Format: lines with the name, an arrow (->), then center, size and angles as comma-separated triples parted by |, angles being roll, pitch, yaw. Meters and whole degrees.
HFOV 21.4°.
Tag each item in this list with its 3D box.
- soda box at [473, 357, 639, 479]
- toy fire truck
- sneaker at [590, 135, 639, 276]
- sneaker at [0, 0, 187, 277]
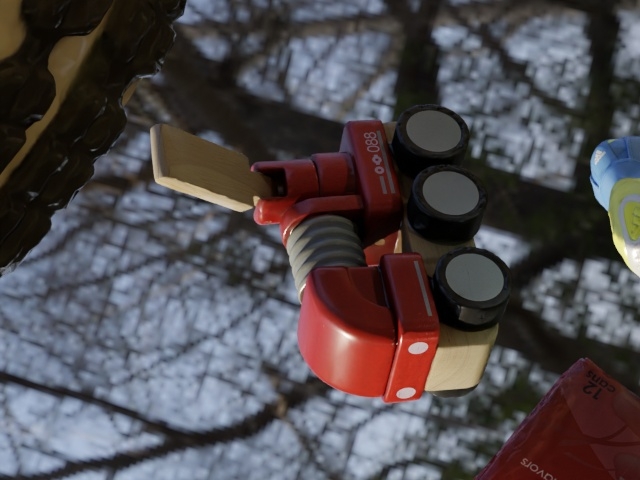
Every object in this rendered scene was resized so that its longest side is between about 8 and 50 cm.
soda box -> 0.173, 0.165, 0.642 | 0.083, 0.263, 0.092 | -44, -20, -34
toy fire truck -> 0.000, 0.000, 1.249 | 0.158, 0.246, 0.217 | 101, 162, -51
sneaker -> 0.269, -0.013, 1.160 | 0.091, 0.126, 0.240 | -44, -41, 20
sneaker -> -0.173, -0.019, 0.350 | 0.410, 0.182, 0.158 | -58, -15, -3
